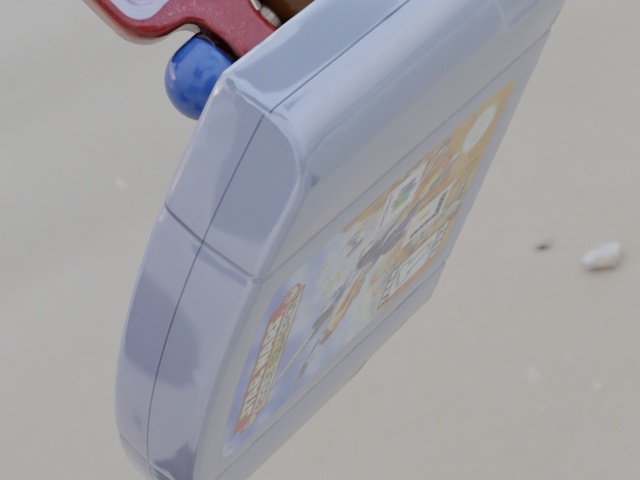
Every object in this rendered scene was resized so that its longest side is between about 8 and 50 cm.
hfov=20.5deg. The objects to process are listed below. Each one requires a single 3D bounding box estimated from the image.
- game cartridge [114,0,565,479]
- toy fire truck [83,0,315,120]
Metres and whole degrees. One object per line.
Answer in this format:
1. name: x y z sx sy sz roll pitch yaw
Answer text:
1. game cartridge: 0.000 0.000 0.738 0.062 0.297 0.198 36 57 12
2. toy fire truck: -0.039 -0.208 1.046 0.254 0.302 0.169 -45 7 -10
